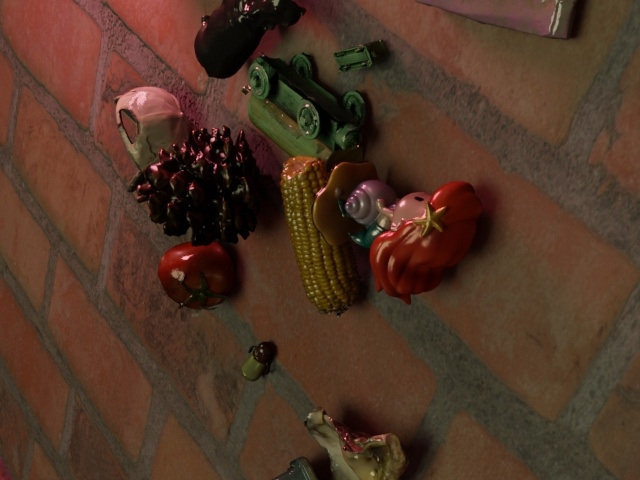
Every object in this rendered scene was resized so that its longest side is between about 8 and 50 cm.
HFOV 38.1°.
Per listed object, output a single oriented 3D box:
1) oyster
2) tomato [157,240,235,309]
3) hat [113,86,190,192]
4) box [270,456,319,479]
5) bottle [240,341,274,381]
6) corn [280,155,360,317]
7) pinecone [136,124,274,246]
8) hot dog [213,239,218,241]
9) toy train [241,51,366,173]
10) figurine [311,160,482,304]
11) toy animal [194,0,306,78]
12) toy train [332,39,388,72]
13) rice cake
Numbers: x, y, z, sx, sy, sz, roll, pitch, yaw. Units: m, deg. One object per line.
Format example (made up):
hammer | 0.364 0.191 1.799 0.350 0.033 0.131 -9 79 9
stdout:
oyster | 0.065 0.400 1.696 0.271 0.100 0.275 25 140 40
tomato | -0.263 0.069 1.995 0.167 0.167 0.167 14 108 49
hat | -0.376 -0.230 2.076 0.275 0.161 0.232 128 136 -70
box | -0.031 0.549 1.809 0.227 0.130 0.162 63 162 21
bottle | -0.128 0.251 1.948 0.063 0.047 0.101 33 126 -2
corn | 0.000 0.000 1.624 0.115 0.115 0.317 24 140 46
pinecone | -0.224 -0.096 1.840 0.257 0.243 0.243 -32 67 6
hot dog | -0.241 -0.089 2.007 0.099 0.053 0.192 10 108 51
toy train | -0.041 -0.218 1.673 0.307 0.126 0.189 42 128 37
figurine | 0.132 -0.014 1.485 0.257 0.181 0.208 25 79 44
toy animal | -0.133 -0.422 1.720 0.343 0.106 0.168 -23 53 56
toy train | 0.068 -0.314 1.574 0.093 0.056 0.038 -2 113 51
rice cake | 0.250 -0.368 1.344 0.298 0.050 0.106 29 119 44
